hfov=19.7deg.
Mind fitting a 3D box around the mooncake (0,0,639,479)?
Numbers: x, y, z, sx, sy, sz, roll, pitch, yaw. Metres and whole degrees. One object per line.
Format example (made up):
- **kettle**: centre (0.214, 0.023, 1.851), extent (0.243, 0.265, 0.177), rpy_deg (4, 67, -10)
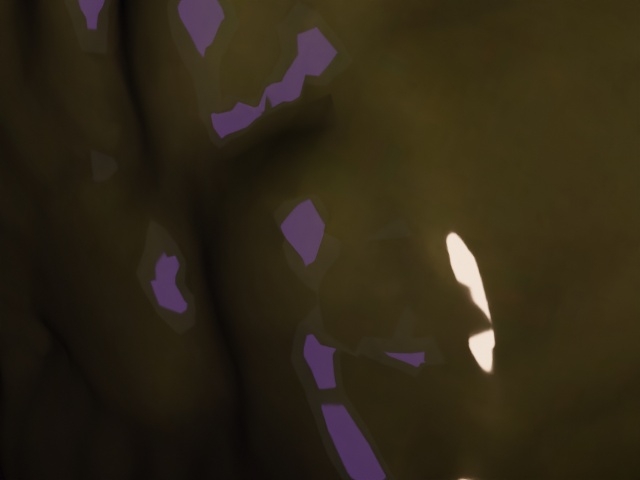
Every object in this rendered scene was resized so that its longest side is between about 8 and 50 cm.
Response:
- **mooncake**: centre (0.000, 0.000, 0.583), extent (0.356, 0.194, 0.356), rpy_deg (47, 146, 45)
